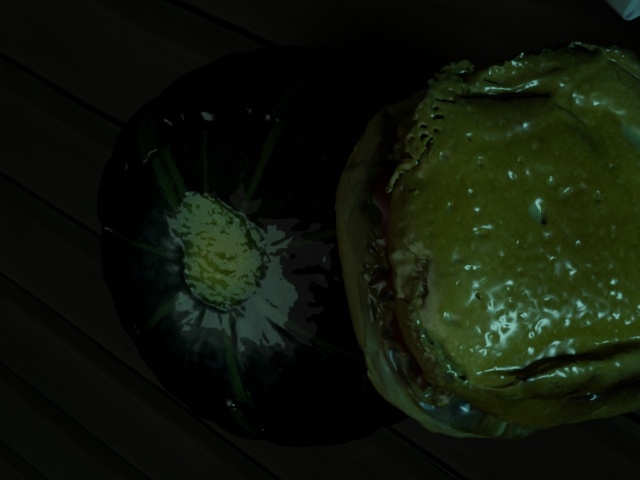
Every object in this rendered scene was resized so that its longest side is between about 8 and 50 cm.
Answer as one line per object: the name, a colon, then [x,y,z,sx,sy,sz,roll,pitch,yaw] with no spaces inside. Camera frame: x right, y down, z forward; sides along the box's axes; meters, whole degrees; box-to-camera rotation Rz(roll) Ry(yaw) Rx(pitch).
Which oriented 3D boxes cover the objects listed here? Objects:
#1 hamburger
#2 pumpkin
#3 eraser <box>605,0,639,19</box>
hamburger: [0.123,0.004,0.975,0.244,0.244,0.163,64,161,-4]
pumpkin: [0.000,0.000,1.175,0.296,0.296,0.295,35,139,36]
eraser: [0.198,-0.173,0.886,0.026,0.065,0.105,48,147,19]
